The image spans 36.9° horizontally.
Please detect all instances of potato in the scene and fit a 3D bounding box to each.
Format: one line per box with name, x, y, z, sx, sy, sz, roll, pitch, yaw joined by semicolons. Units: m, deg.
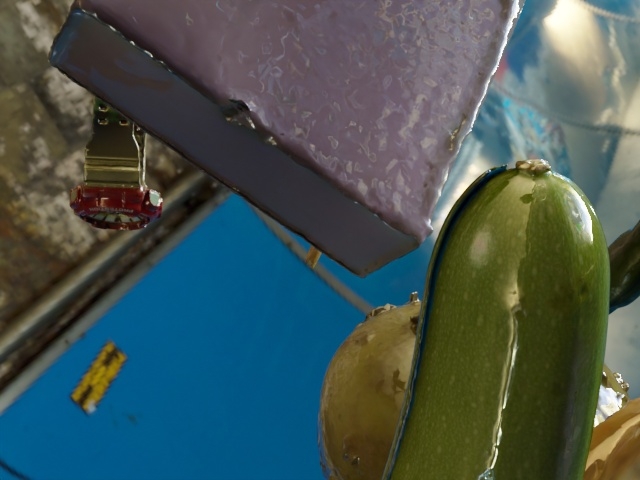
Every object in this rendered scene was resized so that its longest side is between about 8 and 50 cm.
potato;0.219;0.258;1.248;0.442;0.386;0.319;8;176;-4

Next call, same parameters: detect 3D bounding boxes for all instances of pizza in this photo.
pizza;0.000;0.000;1.146;0.037;0.016;0.083;-42;-158;54

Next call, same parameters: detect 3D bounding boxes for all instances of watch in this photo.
watch;-0.225;-0.145;1.090;0.102;0.268;0.165;2;156;-7

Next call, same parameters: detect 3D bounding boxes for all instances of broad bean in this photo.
broad bean;0.287;-0.021;0.788;0.255;0.046;0.065;-59;-167;23

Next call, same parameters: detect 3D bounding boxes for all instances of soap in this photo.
soap;-0.006;-0.169;0.737;0.107;0.296;0.285;-29;-152;59

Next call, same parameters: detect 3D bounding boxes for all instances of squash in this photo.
squash;0.070;0.130;0.451;0.094;0.341;0.094;12;-170;-2

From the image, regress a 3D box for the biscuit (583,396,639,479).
biscuit;0.224;0.191;0.597;0.040;0.309;0.205;15;-109;51
